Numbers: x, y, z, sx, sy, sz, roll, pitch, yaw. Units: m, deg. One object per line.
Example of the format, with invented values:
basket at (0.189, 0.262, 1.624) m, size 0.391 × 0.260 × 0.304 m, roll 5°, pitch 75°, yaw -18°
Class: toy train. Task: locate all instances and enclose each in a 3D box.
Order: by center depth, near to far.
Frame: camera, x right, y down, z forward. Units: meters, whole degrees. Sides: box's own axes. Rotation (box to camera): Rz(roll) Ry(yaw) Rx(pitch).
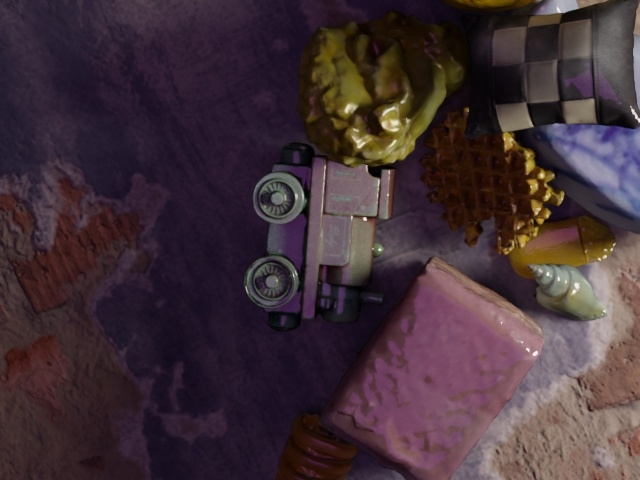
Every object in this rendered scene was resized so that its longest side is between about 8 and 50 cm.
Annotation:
toy train at (0.000, 0.000, 1.761) m, size 0.221 × 0.150 × 0.304 m, roll 5°, pitch 97°, yaw 4°

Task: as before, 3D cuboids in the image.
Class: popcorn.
popcorn at (0.077, -0.245, 1.677) m, size 0.225 × 0.174 × 0.286 m, roll 35°, pitch 68°, yaw 16°

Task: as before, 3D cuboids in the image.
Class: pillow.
pillow at (0.314, -0.236, 1.516) m, size 0.250 × 0.106 × 0.186 m, roll -1°, pitch 85°, yaw 24°

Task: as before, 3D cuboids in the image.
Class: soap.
soap at (0.379, 0.006, 1.740) m, size 0.168 × 0.033 × 0.089 m, roll -18°, pitch 103°, yaw 12°

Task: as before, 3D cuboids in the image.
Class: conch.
conch at (0.376, 0.084, 1.724) m, size 0.180 × 0.065 × 0.088 m, roll 35°, pitch 118°, yaw -26°

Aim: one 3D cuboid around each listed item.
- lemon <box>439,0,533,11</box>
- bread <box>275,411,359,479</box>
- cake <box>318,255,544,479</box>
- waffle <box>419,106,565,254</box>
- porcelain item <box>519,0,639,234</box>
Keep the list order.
lemon at (0.223, -0.490, 1.561) m, size 0.336 × 0.336 × 0.336 m, roll 2°, pitch 98°, yaw 11°
bread at (-0.008, 0.372, 1.844) m, size 0.119 × 0.084 × 0.177 m, roll 22°, pitch 105°, yaw 8°
cake at (0.179, 0.199, 1.703) m, size 0.230 × 0.237 × 0.309 m, roll 36°, pitch 101°, yaw 4°
waffle at (0.250, -0.091, 1.686) m, size 0.231 × 0.051 × 0.229 m, roll 51°, pitch 145°, yaw 9°
porcelain item at (0.433, -0.169, 1.628) m, size 0.242 × 0.178 × 0.405 m, roll -45°, pitch 82°, yaw 14°
